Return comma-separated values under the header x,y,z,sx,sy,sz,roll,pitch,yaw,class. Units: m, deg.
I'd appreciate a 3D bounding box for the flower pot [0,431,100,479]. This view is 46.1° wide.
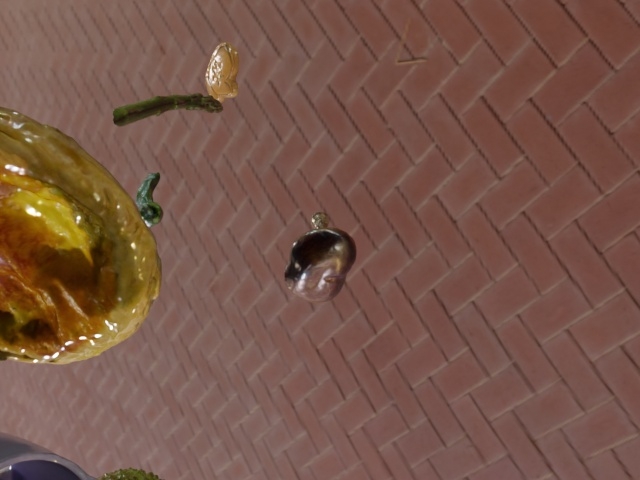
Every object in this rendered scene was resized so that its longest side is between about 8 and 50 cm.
x,y,z,sx,sy,sz,roll,pitch,yaw,class
-0.408,0.338,0.885,0.243,0.265,0.265,14,113,46,flower pot

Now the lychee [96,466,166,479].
x,y,z,sx,sy,sz,roll,pitch,yaw,class
-0.392,0.592,1.510,0.270,0.270,0.320,56,160,18,lychee

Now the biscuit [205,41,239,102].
x,y,z,sx,sy,sz,roll,pitch,yaw,class
-0.210,-0.354,1.620,0.118,0.023,0.140,59,138,29,biscuit

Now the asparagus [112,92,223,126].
x,y,z,sx,sy,sz,roll,pitch,yaw,class
-0.196,-0.172,0.976,0.027,0.236,0.034,-3,103,29,asparagus

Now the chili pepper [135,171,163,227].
x,y,z,sx,sy,sz,roll,pitch,yaw,class
-0.348,-0.075,1.533,0.182,0.050,0.073,-116,37,-57,chili pepper

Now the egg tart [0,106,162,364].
x,y,z,sx,sy,sz,roll,pitch,yaw,class
-0.426,-0.017,1.050,0.443,0.178,0.443,6,129,8,egg tart

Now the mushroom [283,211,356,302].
x,y,z,sx,sy,sz,roll,pitch,yaw,class
0.000,0.000,1.662,0.227,0.148,0.217,122,159,-45,mushroom
